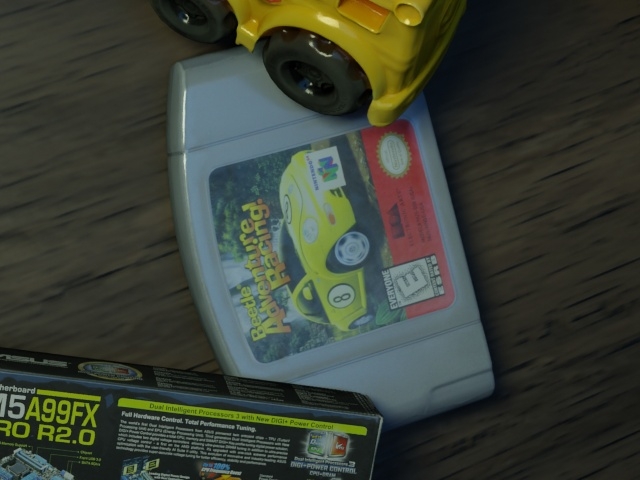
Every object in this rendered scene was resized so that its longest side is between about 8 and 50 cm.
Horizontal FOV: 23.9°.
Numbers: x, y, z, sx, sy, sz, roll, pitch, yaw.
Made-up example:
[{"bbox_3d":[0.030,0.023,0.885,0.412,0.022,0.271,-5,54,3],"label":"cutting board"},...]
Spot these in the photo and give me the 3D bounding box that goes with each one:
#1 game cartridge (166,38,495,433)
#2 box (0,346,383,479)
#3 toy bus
[{"bbox_3d":[0.000,0.000,1.072,0.196,0.060,0.294,-17,96,-13],"label":"game cartridge"},{"bbox_3d":[-0.110,0.194,1.005,0.270,0.060,0.216,8,98,-12],"label":"box"},{"bbox_3d":[-0.004,-0.205,0.958,0.220,0.211,0.149,29,67,4],"label":"toy bus"}]
